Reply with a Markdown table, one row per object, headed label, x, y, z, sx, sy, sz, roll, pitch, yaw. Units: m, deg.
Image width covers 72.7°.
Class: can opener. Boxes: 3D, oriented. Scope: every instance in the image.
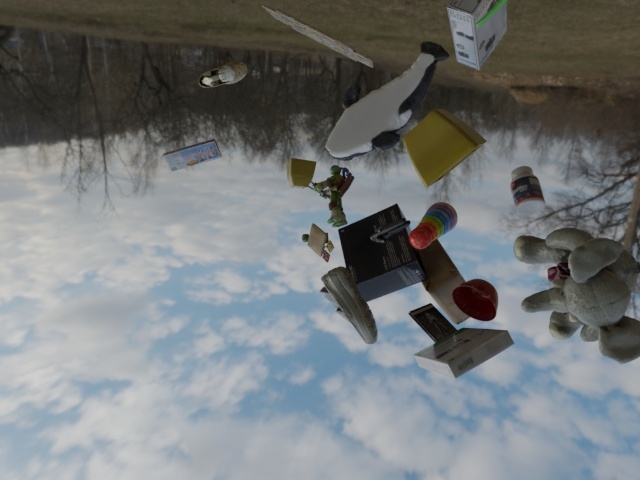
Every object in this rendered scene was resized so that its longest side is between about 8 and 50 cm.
| label | x | y | z | sx | sy | sz | roll | pitch | yaw |
| --- | --- | --- | --- | --- | --- | --- | --- | --- | --- |
| can opener | 0.253 | -0.041 | 1.607 | 0.059 | 0.073 | 0.186 | 9 | 157 | -31 |

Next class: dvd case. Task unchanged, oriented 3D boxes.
| label | x | y | z | sx | sy | sz | roll | pitch | yaw |
| --- | --- | --- | --- | --- | --- | --- | --- | --- | --- |
| dvd case | 0.484 | 0.359 | 1.794 | 0.165 | 0.018 | 0.221 | -10 | -131 | -43 |

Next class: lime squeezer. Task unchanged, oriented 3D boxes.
| label | x | y | z | sx | sy | sz | roll | pitch | yaw |
| --- | --- | --- | --- | --- | --- | --- | --- | --- | --- |
| lime squeezer | 0.429 | -0.608 | 0.913 | 0.110 | 0.310 | 0.059 | 21 | -147 | 16 |

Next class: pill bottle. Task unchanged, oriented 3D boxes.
| label | x | y | z | sx | sy | sz | roll | pitch | yaw |
| --- | --- | --- | --- | --- | --- | --- | --- | --- | --- |
| pill bottle | 0.811 | -0.199 | 1.719 | 0.108 | 0.108 | 0.180 | 1 | -121 | 1 |

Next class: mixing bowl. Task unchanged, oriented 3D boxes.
| label | x | y | z | sx | sy | sz | roll | pitch | yaw |
| --- | --- | --- | --- | --- | --- | --- | --- | --- | --- |
| mixing bowl | 0.618 | 0.215 | 1.696 | 0.181 | 0.181 | 0.098 | 17 | -131 | 40 |

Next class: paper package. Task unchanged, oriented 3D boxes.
| label | x | y | z | sx | sy | sz | roll | pitch | yaw |
| --- | --- | --- | --- | --- | --- | --- | --- | --- | --- |
| paper package | 0.585 | 0.182 | 2.072 | 0.168 | 0.325 | 0.309 | -35 | -143 | 13 |

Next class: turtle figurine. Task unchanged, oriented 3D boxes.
| label | x | y | z | sx | sy | sz | roll | pitch | yaw |
| --- | --- | --- | --- | --- | --- | --- | --- | --- | --- |
| turtle figurine | 0.016 | -0.192 | 1.927 | 0.275 | 0.266 | 0.198 | -6 | 165 | -18 |

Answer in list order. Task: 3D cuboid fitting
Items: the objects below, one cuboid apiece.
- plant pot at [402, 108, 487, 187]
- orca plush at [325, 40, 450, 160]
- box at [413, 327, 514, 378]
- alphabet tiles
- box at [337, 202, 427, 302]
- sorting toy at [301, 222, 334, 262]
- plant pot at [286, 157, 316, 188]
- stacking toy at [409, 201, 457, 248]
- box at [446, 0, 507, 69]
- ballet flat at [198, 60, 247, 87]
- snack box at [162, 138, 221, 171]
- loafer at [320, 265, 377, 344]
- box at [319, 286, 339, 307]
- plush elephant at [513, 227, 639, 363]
| label | x | y | z | sx | sy | sz | roll | pitch | yaw |
| --- | --- | --- | --- | --- | --- | --- | --- | --- | --- |
| plant pot | 0.408 | -0.330 | 1.488 | 0.187 | 0.212 | 0.212 | 51 | -149 | 5 |
| orca plush | 0.134 | -0.267 | 0.884 | 0.151 | 0.287 | 0.102 | 36 | -172 | 21 |
| box | 0.481 | 0.379 | 1.506 | 0.232 | 0.058 | 0.322 | -25 | 176 | -10 |
| alphabet tiles | 0.003 | -0.595 | 1.275 | 0.343 | 0.011 | 0.285 | 27 | -162 | -1 |
| box | 0.278 | 0.058 | 1.999 | 0.313 | 0.179 | 0.343 | -23 | -130 | 17 |
| sorting toy | 0.000 | 0.000 | 2.255 | 0.046 | 0.132 | 0.274 | -6 | -150 | -34 |
| plant pot | -0.064 | -0.207 | 1.365 | 0.081 | 0.083 | 0.081 | 6 | 180 | -16 |
| stacking toy | 0.457 | -0.054 | 1.820 | 0.141 | 0.141 | 0.330 | 13 | -154 | 31 |
| box | 0.488 | -0.682 | 1.339 | 0.087 | 0.169 | 0.290 | 37 | -176 | 26 |
| ballet flat | -0.350 | -0.578 | 1.537 | 0.206 | 0.073 | 0.067 | -6 | -149 | 32 |
| snack box | -0.423 | -0.280 | 1.439 | 0.178 | 0.064 | 0.022 | -16 | -142 | 2 |
| loafer | 0.112 | 0.251 | 1.639 | 0.112 | 0.319 | 0.112 | -28 | 179 | 22 |
| box | 0.096 | 0.312 | 2.217 | 0.045 | 0.184 | 0.191 | -50 | -167 | -14 |
| plush elephant | 0.555 | 0.107 | 0.920 | 0.255 | 0.271 | 0.330 | -15 | 177 | -39 |
